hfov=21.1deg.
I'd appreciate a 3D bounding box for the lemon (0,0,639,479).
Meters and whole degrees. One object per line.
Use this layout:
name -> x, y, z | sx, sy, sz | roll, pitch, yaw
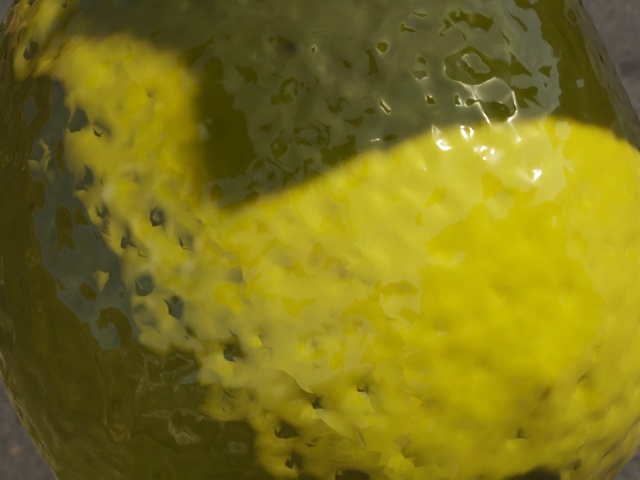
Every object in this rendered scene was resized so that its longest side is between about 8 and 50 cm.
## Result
lemon -> 0.000, -0.002, 0.752 | 0.336, 0.336, 0.336 | -14, 30, 8
